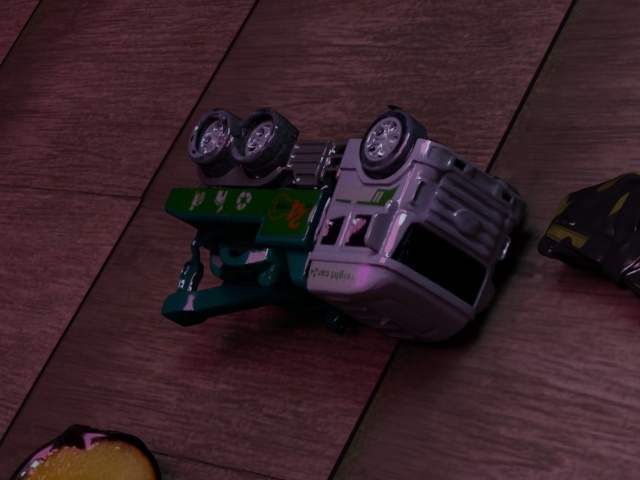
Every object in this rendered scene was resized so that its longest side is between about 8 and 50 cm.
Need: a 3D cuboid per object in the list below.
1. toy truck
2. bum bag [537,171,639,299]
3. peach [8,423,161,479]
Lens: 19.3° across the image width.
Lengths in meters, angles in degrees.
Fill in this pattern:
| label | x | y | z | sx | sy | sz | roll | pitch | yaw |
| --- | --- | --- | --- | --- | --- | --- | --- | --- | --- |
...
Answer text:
| label | x | y | z | sx | sy | sz | roll | pitch | yaw |
| --- | --- | --- | --- | --- | --- | --- | --- | --- | --- |
| toy truck | 0.004 | -0.007 | 1.652 | 0.363 | 0.176 | 0.178 | -1 | 65 | 49 |
| bum bag | 0.253 | 0.006 | 1.442 | 0.107 | 0.060 | 0.232 | -43 | 35 | -6 |
| peach | -0.212 | 0.280 | 1.694 | 0.189 | 0.068 | 0.279 | -29 | 37 | 15 |
